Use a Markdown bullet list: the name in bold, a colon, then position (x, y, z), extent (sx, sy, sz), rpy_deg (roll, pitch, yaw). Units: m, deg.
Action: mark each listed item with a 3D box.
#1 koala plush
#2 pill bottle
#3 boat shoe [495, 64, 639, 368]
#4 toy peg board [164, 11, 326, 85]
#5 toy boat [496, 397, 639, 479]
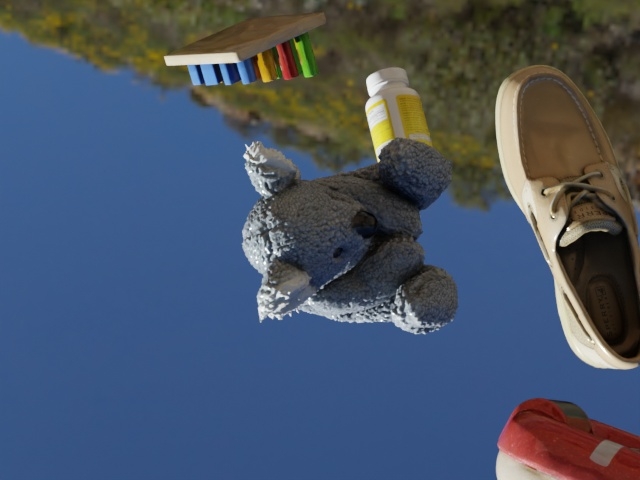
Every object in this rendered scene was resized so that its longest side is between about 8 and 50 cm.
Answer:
- **koala plush**: position (0.000, 0.000, 1.416), extent (0.203, 0.196, 0.221), rpy_deg (-7, 174, 30)
- **pill bottle**: position (0.087, -0.134, 1.632), extent (0.065, 0.065, 0.116), rpy_deg (-5, -109, -22)
- **boat shoe**: position (0.282, -0.029, 1.535), extent (0.122, 0.341, 0.110), rpy_deg (-20, 179, -2)
- **toy peg board**: position (-0.092, -0.239, 1.922), extent (0.161, 0.079, 0.161), rpy_deg (-31, -157, -35)
- **toy boat**: position (0.235, 0.129, 0.907), extent (0.231, 0.151, 0.151), rpy_deg (18, -179, 29)
